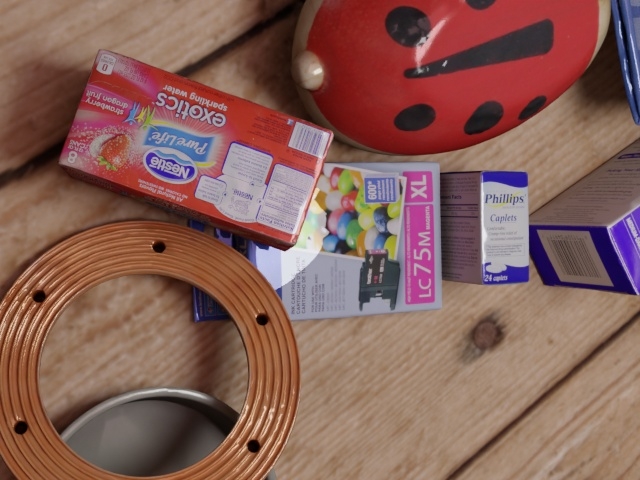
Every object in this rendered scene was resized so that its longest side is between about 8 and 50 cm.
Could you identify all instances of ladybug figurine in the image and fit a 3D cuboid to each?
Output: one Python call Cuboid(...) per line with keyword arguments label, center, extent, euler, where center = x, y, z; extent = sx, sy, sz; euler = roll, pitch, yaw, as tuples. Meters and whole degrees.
Cuboid(label="ladybug figurine", center=(0.172, -0.241, 1.247), extent=(0.449, 0.162, 0.305), euler=(-24, 122, -25))

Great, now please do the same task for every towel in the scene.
Cuboid(label="towel", center=(0.456, -0.270, 1.427), extent=(0.285, 0.034, 0.209), euler=(-21, 101, -51))

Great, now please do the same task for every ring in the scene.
Cuboid(label="ring", center=(-0.186, 0.142, 1.136), extent=(0.336, 0.032, 0.337), euler=(4, 71, -12))

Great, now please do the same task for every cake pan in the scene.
Cuboid(label="cake pan", center=(-0.189, 0.305, 1.185), extent=(0.293, 0.054, 0.293), euler=(-1, 92, -26))

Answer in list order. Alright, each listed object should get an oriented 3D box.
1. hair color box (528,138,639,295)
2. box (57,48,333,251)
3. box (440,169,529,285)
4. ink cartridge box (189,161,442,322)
Cuboid(label="hair color box", center=(0.452, -0.061, 1.411), extent=(0.339, 0.185, 0.110), euler=(-34, 106, -20))
Cuboid(label="box", center=(-0.130, -0.089, 1.124), extent=(0.257, 0.122, 0.128), euler=(19, 83, -5))
Cuboid(label="box", center=(0.195, -0.017, 1.320), extent=(0.072, 0.126, 0.137), euler=(-3, 93, -24))
Cuboid(label="ink cartridge box", center=(0.000, 0.000, 1.265), extent=(0.311, 0.065, 0.186), euler=(-2, 92, -24))
